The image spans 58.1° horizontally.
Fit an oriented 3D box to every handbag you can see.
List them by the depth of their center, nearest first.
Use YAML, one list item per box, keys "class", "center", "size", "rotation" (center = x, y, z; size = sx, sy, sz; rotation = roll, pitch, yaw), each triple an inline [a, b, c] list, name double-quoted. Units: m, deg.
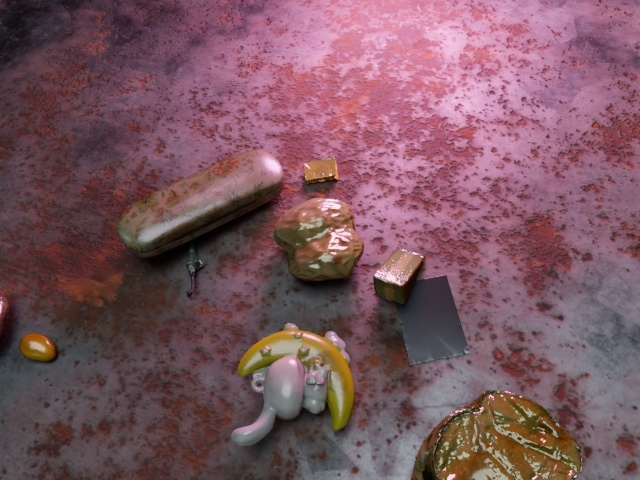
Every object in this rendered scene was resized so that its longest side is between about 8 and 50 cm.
- class: "handbag"
  center: [0.002, -0.177, 1.476]
  size: [0.083, 0.027, 0.061]
  rotation: [-11, 59, 5]

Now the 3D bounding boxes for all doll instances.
- class: "doll"
  center: [-0.052, 0.285, 1.156]
  size: [0.238, 0.111, 0.252]
  rotation: [4, 58, -8]

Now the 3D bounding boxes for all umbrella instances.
- class: "umbrella"
  center: [-0.305, 0.014, 1.396]
  size: [0.044, 0.044, 0.268]
  rotation: [18, 50, -33]

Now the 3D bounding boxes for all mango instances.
- class: "mango"
  center: [-0.636, 0.243, 1.301]
  size: [0.089, 0.046, 0.060]
  rotation: [29, 68, 9]

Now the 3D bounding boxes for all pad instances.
- class: "pad"
  center: [0.234, 0.168, 1.246]
  size: [0.127, 0.004, 0.190]
  rotation: [-11, 58, 2]

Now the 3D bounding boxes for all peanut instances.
- class: "peanut"
  center: [0.000, 0.000, 1.319]
  size: [0.197, 0.110, 0.233]
  rotation: [-18, 58, -9]

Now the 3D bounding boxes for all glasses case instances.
- class: "glasses case"
  center: [-0.285, -0.096, 1.406]
  size: [0.426, 0.098, 0.156]
  rotation: [-28, 51, -18]

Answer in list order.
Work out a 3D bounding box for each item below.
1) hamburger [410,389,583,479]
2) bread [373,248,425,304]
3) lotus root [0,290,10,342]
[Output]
- class: "hamburger"
  center: [0.310, 0.421, 1.007]
  size: [0.285, 0.134, 0.265]
  rotation: [-29, 52, -16]
- class: "bread"
  center: [0.177, 0.058, 1.271]
  size: [0.074, 0.084, 0.139]
  rotation: [18, 60, 22]
- class: "lotus root"
  center: [-0.764, 0.191, 1.327]
  size: [0.081, 0.089, 0.179]
  rotation: [22, 50, -27]
